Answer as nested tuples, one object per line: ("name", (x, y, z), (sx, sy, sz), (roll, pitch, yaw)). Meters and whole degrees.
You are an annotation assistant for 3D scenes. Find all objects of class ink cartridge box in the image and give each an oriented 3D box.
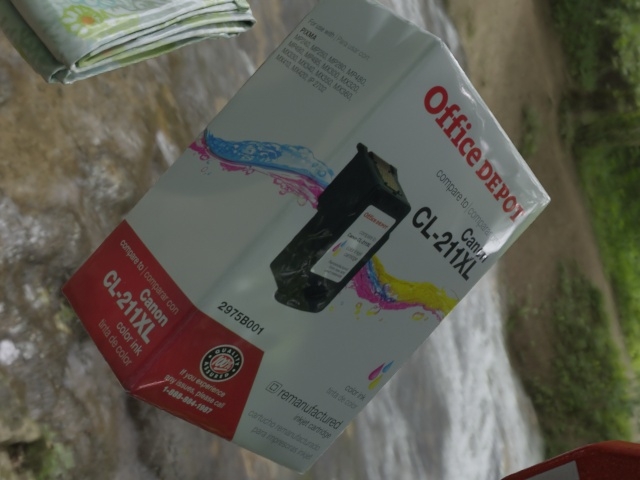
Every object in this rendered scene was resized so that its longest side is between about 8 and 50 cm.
("ink cartridge box", (0.000, 0.000, 0.377), (0.127, 0.175, 0.072), (40, 2, -46))

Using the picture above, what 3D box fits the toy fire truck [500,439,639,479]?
("toy fire truck", (0.227, 0.254, 0.479), (0.169, 0.254, 0.302), (6, 59, -47))

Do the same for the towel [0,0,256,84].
("towel", (-0.273, -0.363, 0.982), (0.374, 0.090, 0.320), (53, 42, 4))
